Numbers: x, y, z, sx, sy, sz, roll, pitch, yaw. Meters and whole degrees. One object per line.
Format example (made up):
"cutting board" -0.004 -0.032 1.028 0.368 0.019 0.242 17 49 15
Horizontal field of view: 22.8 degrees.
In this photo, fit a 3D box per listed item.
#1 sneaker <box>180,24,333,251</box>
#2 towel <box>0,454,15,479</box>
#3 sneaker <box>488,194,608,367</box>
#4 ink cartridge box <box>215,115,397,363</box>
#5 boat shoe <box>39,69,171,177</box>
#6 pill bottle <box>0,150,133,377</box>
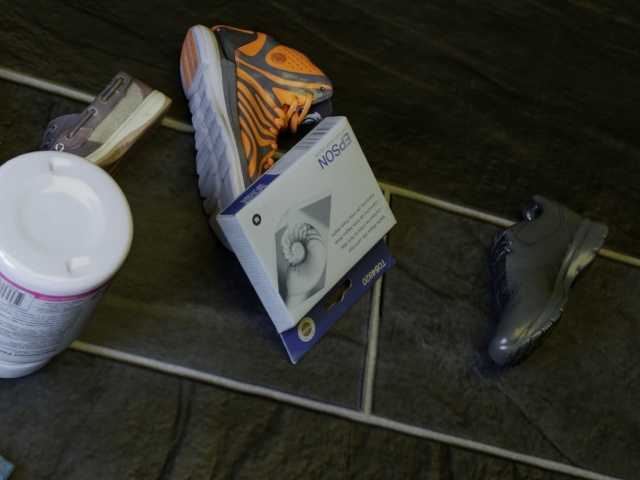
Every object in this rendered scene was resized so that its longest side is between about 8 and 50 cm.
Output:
"sneaker" -0.062 -0.135 1.992 0.180 0.124 0.321 0 65 -22
"towel" -0.527 0.288 1.625 0.271 0.040 0.370 39 54 -2
"sneaker" 0.267 0.051 2.065 0.130 0.109 0.286 33 47 3
"ink cartridge box" 0.000 0.000 1.930 0.223 0.045 0.224 -45 120 -34
"boat shoe" -0.291 -0.107 1.896 0.092 0.103 0.285 38 52 5
"pill bottle" -0.311 0.036 1.699 0.160 0.283 0.160 10 61 -19
